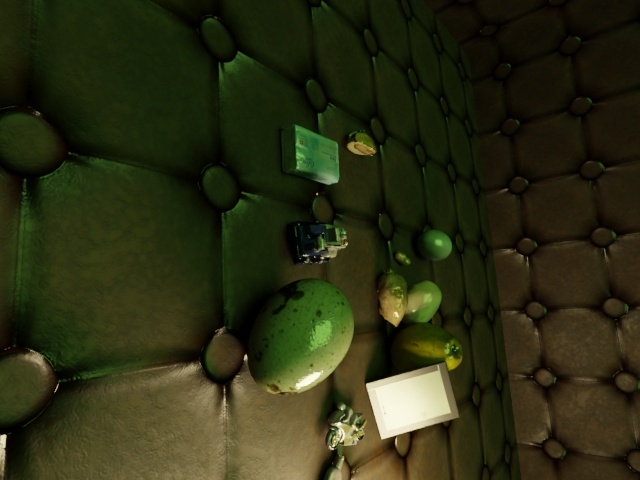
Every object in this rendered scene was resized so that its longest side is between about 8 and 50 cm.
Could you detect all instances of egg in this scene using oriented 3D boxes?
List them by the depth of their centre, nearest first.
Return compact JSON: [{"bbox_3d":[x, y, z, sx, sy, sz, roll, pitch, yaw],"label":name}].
[{"bbox_3d":[-0.057,0.283,1.224,0.287,0.288,0.379,53,56,-30],"label":"egg"},{"bbox_3d":[0.623,0.025,2.234,0.231,0.168,0.167,18,68,-44],"label":"egg"}]

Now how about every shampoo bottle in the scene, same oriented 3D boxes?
[{"bbox_3d":[0.041,0.833,1.417,0.080,0.040,0.165,53,45,-28],"label":"shampoo bottle"}]

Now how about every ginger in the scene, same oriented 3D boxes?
[{"bbox_3d":[0.323,0.252,1.835,0.138,0.152,0.266,10,77,-20],"label":"ginger"}]

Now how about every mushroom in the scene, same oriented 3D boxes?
[{"bbox_3d":[0.464,0.290,1.965,0.246,0.202,0.246,-25,139,-24],"label":"mushroom"}]

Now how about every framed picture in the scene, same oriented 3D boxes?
[{"bbox_3d":[0.383,0.663,1.694,0.016,0.347,0.264,-102,175,-82],"label":"framed picture"}]

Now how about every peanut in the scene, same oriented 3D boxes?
[{"bbox_3d":[0.412,0.092,2.047,0.113,0.054,0.053,39,53,-36],"label":"peanut"}]

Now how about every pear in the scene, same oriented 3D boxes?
[{"bbox_3d":[0.465,0.495,1.820,0.253,0.307,0.252,17,65,-40],"label":"pear"}]

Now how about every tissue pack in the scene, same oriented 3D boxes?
[{"bbox_3d":[-0.032,-0.324,1.555,0.263,0.089,0.177,6,79,-50],"label":"tissue pack"}]

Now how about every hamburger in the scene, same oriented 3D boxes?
[{"bbox_3d":[0.178,-0.451,1.861,0.176,0.087,0.102,10,62,-42],"label":"hamburger"}]

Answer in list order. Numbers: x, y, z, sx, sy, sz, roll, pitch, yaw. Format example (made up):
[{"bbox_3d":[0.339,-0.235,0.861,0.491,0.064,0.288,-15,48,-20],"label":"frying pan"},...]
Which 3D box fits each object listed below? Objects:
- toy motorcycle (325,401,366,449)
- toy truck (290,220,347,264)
[{"bbox_3d":[0.091,0.669,1.493,0.225,0.073,0.152,16,67,-48],"label":"toy motorcycle"},{"bbox_3d":[0.000,0.000,1.449,0.213,0.177,0.160,-1,82,-51],"label":"toy truck"}]
